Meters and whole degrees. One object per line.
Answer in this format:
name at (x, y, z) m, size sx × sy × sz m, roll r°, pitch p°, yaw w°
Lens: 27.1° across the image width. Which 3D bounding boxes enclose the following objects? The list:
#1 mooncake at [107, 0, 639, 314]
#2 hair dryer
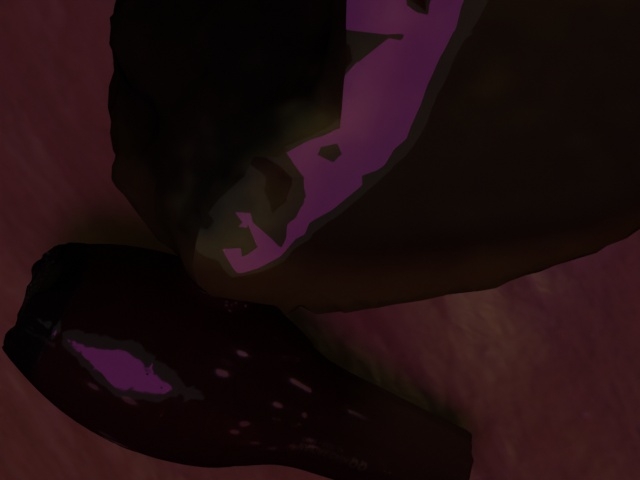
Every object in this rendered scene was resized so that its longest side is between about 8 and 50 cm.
mooncake at (0.026, -0.173, 0.565) m, size 0.394 × 0.246 × 0.393 m, roll -41°, pitch 117°, yaw 14°
hair dryer at (0.000, 0.000, 0.800) m, size 0.312 × 0.123 × 0.340 m, roll 19°, pitch 113°, yaw -14°
